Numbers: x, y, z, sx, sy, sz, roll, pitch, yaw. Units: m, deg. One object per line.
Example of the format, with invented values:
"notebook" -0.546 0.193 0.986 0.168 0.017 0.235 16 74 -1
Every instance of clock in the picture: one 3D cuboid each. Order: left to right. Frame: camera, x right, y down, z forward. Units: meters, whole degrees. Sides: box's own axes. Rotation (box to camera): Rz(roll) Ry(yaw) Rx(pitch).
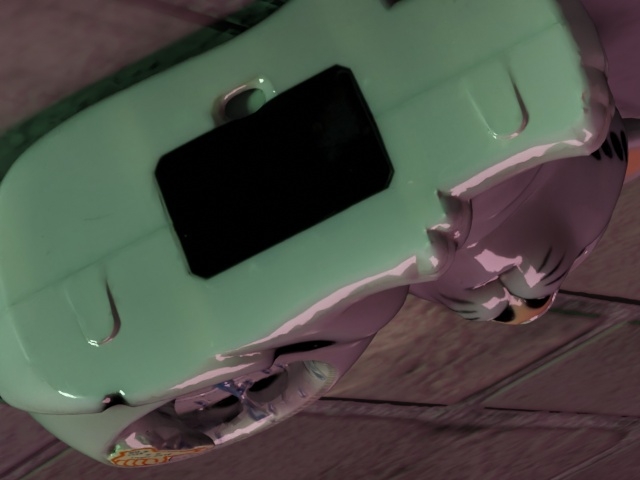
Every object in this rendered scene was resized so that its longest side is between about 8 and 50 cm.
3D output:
"clock" 0.000 0.001 0.480 0.176 0.080 0.117 -27 158 12
